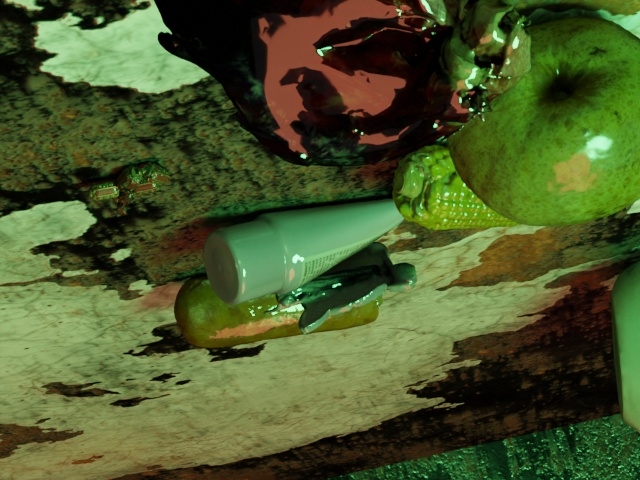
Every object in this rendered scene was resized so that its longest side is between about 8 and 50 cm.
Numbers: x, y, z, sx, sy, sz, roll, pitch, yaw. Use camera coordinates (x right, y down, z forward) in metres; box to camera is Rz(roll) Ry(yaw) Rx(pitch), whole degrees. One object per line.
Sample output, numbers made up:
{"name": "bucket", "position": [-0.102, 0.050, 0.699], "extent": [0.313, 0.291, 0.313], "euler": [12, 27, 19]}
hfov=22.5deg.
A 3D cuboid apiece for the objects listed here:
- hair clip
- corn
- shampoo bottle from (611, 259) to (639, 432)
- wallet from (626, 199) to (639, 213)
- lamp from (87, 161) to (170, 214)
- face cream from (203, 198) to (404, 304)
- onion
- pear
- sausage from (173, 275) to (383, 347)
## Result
{"name": "hair clip", "position": [0.013, 0.049, 1.983], "extent": [0.187, 0.056, 0.146], "euler": [-14, -153, -10]}
{"name": "corn", "position": [0.176, -0.058, 1.805], "extent": [0.261, 0.097, 0.097], "euler": [2, 158, -44]}
{"name": "shampoo bottle", "position": [0.581, 0.151, 2.351], "extent": [0.317, 0.323, 0.322], "euler": [-7, 165, 18]}
{"name": "wallet", "position": [0.450, -0.053, 2.137], "extent": [0.083, 0.011, 0.044], "euler": [-10, 163, -8]}
{"name": "lamp", "position": [-0.193, -0.057, 1.672], "extent": [0.083, 0.031, 0.063], "euler": [-24, 160, 23]}
{"name": "face cream", "position": [0.000, 0.000, 1.904], "extent": [0.273, 0.096, 0.154], "euler": [-16, 167, -31]}
{"name": "onion", "position": [0.000, -0.176, 1.128], "extent": [0.221, 0.281, 0.281], "euler": [-56, 162, -6]}
{"name": "pear", "position": [0.231, -0.111, 1.505], "extent": [0.228, 0.188, 0.211], "euler": [-14, 170, 7]}
{"name": "sausage", "position": [-0.054, 0.080, 2.080], "extent": [0.270, 0.109, 0.109], "euler": [-7, 162, -16]}
